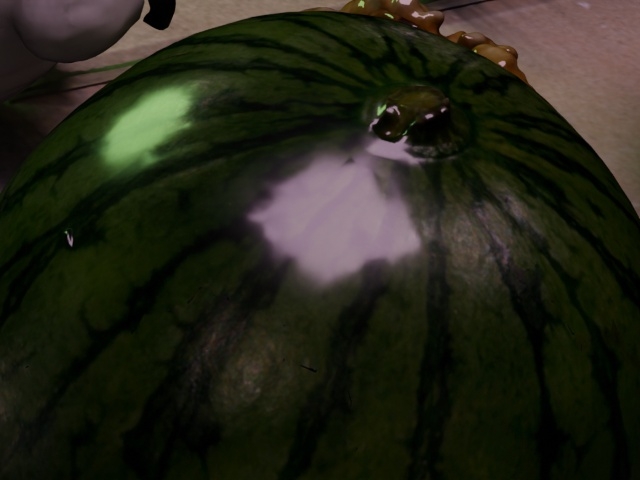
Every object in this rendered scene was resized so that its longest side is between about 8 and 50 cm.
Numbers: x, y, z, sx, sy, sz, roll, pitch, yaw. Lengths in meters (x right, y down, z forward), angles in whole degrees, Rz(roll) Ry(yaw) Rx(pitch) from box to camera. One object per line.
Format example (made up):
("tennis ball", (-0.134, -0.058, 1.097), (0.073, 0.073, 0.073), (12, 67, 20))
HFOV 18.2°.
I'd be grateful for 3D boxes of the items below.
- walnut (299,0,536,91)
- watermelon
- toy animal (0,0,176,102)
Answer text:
("walnut", (0.051, -0.085, 1.097), (0.170, 0.069, 0.143), (36, 39, 27))
("watermelon", (0.000, 0.000, 0.866), (0.330, 0.189, 0.331), (11, 29, -6))
("toy animal", (-0.279, -0.140, 0.975), (0.357, 0.194, 0.258), (-13, 19, -24))
